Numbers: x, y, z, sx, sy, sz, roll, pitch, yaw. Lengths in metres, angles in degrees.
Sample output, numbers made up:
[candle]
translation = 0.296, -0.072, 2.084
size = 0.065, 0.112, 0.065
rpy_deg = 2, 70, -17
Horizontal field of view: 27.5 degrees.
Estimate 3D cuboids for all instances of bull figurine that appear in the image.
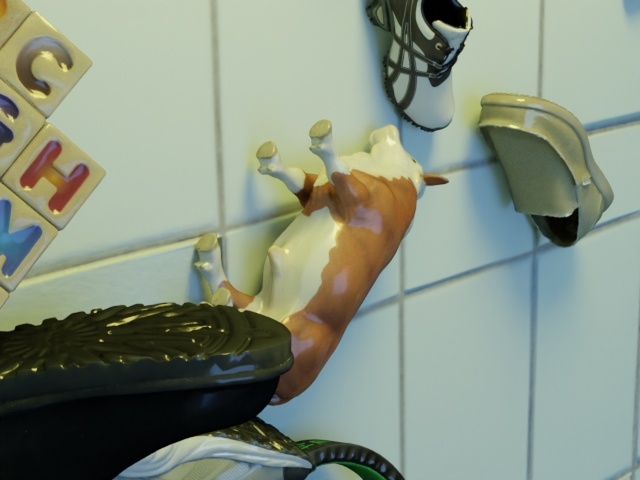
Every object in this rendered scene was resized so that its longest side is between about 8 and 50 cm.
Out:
[bull figurine]
translation = 0.000, 0.000, 1.226
size = 0.188, 0.101, 0.310
rpy_deg = 43, 66, -39

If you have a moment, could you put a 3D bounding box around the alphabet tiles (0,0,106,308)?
[alphabet tiles]
translation = -0.314, -0.052, 0.861
size = 0.285, 0.011, 0.342
rpy_deg = 42, 66, -19

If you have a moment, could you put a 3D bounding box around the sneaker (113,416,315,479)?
[sneaker]
translation = -0.123, 0.203, 1.158
size = 0.271, 0.100, 0.108
rpy_deg = 7, 104, -41

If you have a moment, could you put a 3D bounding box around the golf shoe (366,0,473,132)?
[golf shoe]
translation = 0.110, -0.188, 1.301
size = 0.077, 0.094, 0.198
rpy_deg = -47, 131, -30

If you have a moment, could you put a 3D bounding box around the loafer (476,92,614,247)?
[loafer]
translation = 0.255, -0.074, 1.476
size = 0.268, 0.102, 0.092
rpy_deg = 40, 65, -45

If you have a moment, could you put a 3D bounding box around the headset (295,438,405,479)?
[headset]
translation = 0.008, 0.392, 1.336
size = 0.243, 0.185, 0.394
rpy_deg = -27, 103, -35

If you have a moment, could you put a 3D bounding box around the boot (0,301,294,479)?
[boot]
translation = -0.178, 0.193, 0.980
size = 0.348, 0.131, 0.260
rpy_deg = -9, 107, -1
